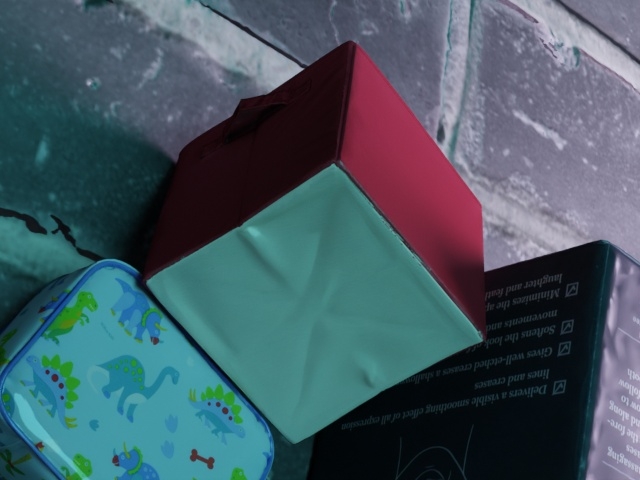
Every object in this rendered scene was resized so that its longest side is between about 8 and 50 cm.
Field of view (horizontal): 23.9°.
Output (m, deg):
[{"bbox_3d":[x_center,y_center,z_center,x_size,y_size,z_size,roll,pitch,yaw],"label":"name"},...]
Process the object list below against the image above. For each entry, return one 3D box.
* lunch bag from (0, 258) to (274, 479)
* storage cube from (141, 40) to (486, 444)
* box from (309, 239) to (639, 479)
[{"bbox_3d":[-0.143,0.134,1.086,0.219,0.090,0.176,51,49,-19],"label":"lunch bag"},{"bbox_3d":[0.000,0.000,1.153,0.215,0.183,0.193,50,23,-23],"label":"storage cube"},{"bbox_3d":[0.151,0.241,1.192,0.212,0.293,0.395,32,58,-33],"label":"box"}]
